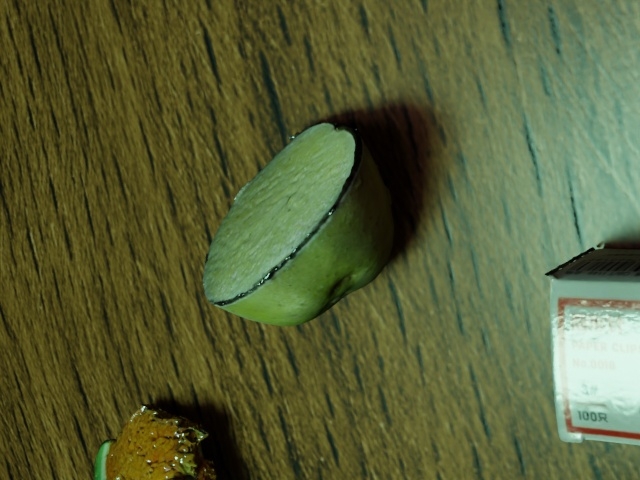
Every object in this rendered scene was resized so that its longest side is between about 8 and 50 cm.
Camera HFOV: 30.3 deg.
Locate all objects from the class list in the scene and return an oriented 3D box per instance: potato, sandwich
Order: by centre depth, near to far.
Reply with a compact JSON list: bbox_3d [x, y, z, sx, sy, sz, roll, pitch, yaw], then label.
[{"bbox_3d":[0.000,0.000,1.037,0.117,0.182,0.202,38,115,-22],"label":"potato"},{"bbox_3d":[-0.173,0.265,1.282,0.235,0.079,0.159,5,75,58],"label":"sandwich"}]

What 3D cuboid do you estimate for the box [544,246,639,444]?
[{"bbox_3d":[0.262,0.080,0.854,0.182,0.099,0.133,3,105,39],"label":"box"}]
